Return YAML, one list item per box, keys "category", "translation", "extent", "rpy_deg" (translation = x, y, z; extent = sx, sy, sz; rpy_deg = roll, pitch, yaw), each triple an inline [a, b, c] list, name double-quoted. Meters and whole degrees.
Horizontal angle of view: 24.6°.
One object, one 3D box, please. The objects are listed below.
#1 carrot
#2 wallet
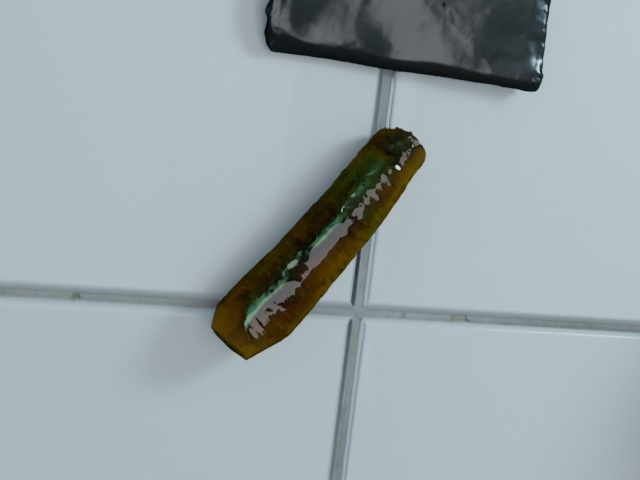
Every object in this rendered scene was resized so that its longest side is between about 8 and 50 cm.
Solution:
- category: "carrot"
  translation: [0.000, 0.000, 1.366]
  extent: [0.070, 0.070, 0.260]
  rpy_deg: [43, 82, -20]
- category: "wallet"
  translation: [0.087, -0.229, 1.375]
  extent: [0.285, 0.030, 0.146]
  rpy_deg: [6, 100, -19]
